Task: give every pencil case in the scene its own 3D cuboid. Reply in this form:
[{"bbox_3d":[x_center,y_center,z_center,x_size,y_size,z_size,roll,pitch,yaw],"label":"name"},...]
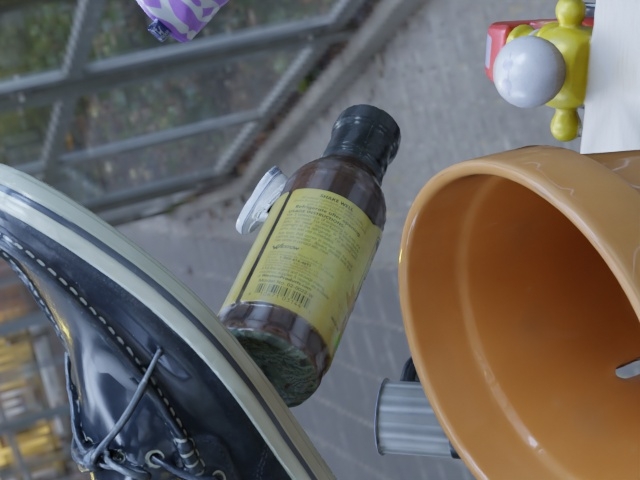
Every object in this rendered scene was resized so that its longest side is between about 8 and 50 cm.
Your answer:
[{"bbox_3d":[-0.086,-0.267,1.221,0.088,0.206,0.086,41,-173,-28],"label":"pencil case"}]

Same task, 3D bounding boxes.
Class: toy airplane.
[{"bbox_3d":[0.340,-0.196,1.688,0.384,0.273,0.386,-50,53,51],"label":"toy airplane"}]

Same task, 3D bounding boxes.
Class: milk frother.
[{"bbox_3d":[0.139,0.200,1.494,0.129,0.135,0.143,-64,-28,-53],"label":"milk frother"}]

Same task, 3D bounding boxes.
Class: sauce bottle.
[{"bbox_3d":[0.000,0.000,1.315,0.111,0.111,0.344,92,-163,-46],"label":"sauce bottle"}]

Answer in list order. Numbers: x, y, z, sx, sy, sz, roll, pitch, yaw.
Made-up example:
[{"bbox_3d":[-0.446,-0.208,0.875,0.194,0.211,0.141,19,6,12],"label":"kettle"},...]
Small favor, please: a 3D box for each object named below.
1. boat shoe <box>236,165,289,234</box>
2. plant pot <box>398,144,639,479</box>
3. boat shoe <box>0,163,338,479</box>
[{"bbox_3d":[-0.054,-0.032,1.419,0.035,0.035,0.100,42,134,8],"label":"boat shoe"},{"bbox_3d":[0.223,0.055,1.028,0.291,0.204,0.290,39,139,45],"label":"plant pot"},{"bbox_3d":[-0.127,0.151,1.130,0.187,0.156,0.500,20,148,57],"label":"boat shoe"}]
